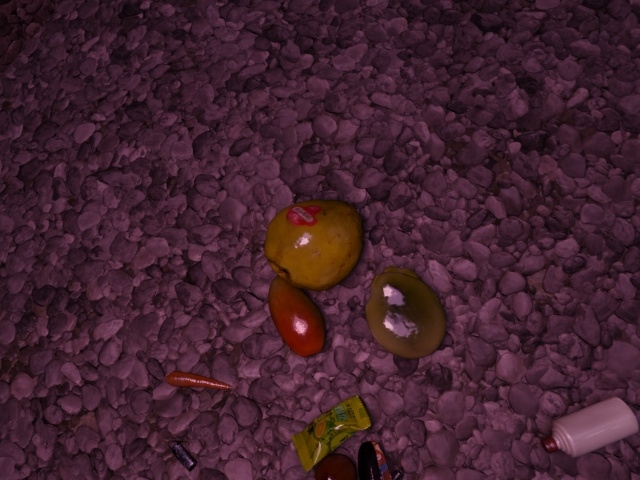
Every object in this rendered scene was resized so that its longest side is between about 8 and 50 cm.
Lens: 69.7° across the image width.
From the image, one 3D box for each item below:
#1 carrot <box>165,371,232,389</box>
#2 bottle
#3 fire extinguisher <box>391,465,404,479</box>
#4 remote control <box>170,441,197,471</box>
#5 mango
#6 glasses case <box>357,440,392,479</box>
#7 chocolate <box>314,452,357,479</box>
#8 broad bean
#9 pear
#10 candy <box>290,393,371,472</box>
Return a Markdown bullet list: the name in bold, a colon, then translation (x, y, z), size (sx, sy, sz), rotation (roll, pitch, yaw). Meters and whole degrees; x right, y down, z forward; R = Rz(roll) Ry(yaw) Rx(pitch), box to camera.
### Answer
- **carrot**: translation (-0.388, 0.453, 1.472), size (0.216, 0.048, 0.048), rotation (6, 74, 4)
- **bottle**: translation (0.726, 0.521, 1.261), size (0.245, 0.104, 0.104), rotation (-22, 72, 1)
- **fire extinguisher**: translation (0.214, 0.688, 1.325), size (0.083, 0.025, 0.038), rotation (-45, 110, -6)
- **remote control**: translation (-0.425, 0.670, 1.424), size (0.096, 0.014, 0.039), rotation (39, 82, 18)
- **mango**: translation (-0.084, 0.230, 1.453), size (0.146, 0.129, 0.289), rotation (-36, 64, -5)
- **glasses case**: translation (0.161, 0.710, 1.235), size (0.082, 0.122, 0.321), rotation (-3, 52, -12)
- **chocolate**: translation (0.042, 0.673, 1.297), size (0.124, 0.133, 0.128), rotation (12, 78, 8)
- **broad bean**: translation (0.254, 0.221, 1.411), size (0.237, 0.119, 0.291), rotation (-27, 74, -10)
- **pear**: translation (0.000, 0.000, 1.442), size (0.287, 0.287, 0.375), rotation (43, 55, 17)
- **candy**: translation (0.028, 0.553, 1.338), size (0.246, 0.149, 0.069), rotation (-39, 112, 1)
